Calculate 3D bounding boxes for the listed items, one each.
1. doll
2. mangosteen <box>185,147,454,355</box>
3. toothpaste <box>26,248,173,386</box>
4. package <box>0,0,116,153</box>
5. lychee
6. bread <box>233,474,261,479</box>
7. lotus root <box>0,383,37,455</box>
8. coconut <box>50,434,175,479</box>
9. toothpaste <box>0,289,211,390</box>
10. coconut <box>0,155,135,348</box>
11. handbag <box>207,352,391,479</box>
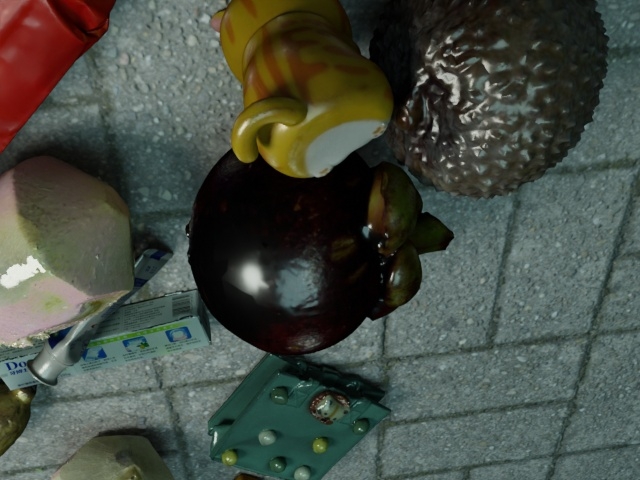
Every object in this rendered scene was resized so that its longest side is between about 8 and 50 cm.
[{"bbox_3d":[-0.027,-0.195,0.931,0.167,0.269,0.162,-34,135,15],"label":"doll"},{"bbox_3d":[0.000,0.000,1.071,0.347,0.307,0.306,0,133,10],"label":"mangosteen"},{"bbox_3d":[-0.330,0.107,1.222,0.266,0.061,0.096,-45,169,4],"label":"toothpaste"},{"bbox_3d":[-0.415,-0.204,0.940,0.423,0.123,0.196,-41,124,22],"label":"package"},{"bbox_3d":[0.194,-0.198,0.972,0.300,0.300,0.300,-5,132,-6],"label":"lychee"},{"bbox_3d":[-0.170,0.542,1.697,0.074,0.053,0.132,25,121,-29],"label":"bread"},{"bbox_3d":[-0.560,0.305,1.359,0.214,0.138,0.138,-33,130,4],"label":"lotus root"},{"bbox_3d":[-0.380,0.466,1.483,0.227,0.227,0.230,8,130,-17],"label":"coconut"},{"bbox_3d":[-0.350,0.160,1.314,0.337,0.067,0.081,-13,133,1],"label":"toothpaste"},{"bbox_3d":[-0.357,0.010,1.065,0.245,0.233,0.233,-25,131,16],"label":"coconut"},{"bbox_3d":[-0.049,0.347,1.516,0.269,0.100,0.274,27,122,-29],"label":"handbag"}]
